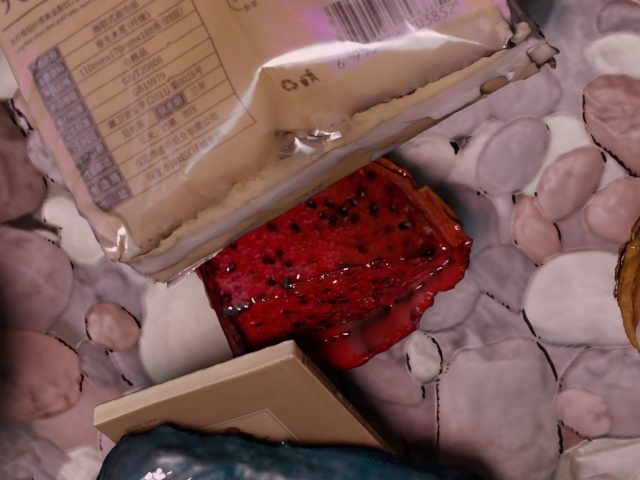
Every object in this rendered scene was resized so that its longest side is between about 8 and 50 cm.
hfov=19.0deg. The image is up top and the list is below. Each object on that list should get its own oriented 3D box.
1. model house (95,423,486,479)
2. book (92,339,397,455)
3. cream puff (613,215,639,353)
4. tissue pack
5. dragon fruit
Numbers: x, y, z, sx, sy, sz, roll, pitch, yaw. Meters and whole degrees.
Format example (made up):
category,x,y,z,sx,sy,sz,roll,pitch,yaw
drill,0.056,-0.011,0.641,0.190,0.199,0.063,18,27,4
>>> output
category,x,y,z,sx,sy,sz,roll,pitch,yaw
model house,-0.026,0.277,1.084,0.253,0.291,0.184,14,141,-12
book,-0.026,0.136,1.150,0.138,0.016,0.198,-20,135,22
cream puff,0.243,0.025,1.027,0.165,0.115,0.150,17,110,17
tissue pack,-0.038,-0.124,0.988,0.257,0.123,0.215,-28,81,12
dragon fruit,0.000,0.001,1.104,0.161,0.120,0.127,-14,69,-1
